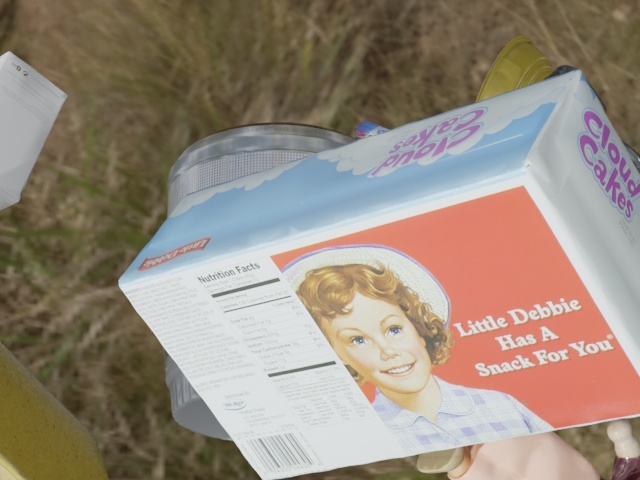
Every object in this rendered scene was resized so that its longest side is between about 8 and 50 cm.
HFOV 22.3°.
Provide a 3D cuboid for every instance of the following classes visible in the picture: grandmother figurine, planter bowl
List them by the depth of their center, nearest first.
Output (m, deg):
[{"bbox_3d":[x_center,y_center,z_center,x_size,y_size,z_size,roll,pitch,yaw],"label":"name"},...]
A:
[{"bbox_3d":[0.283,0.287,1.793,0.342,0.104,0.208,37,100,-18],"label":"grandmother figurine"},{"bbox_3d":[0.248,-0.123,1.896,0.090,0.217,0.217,19,91,23],"label":"planter bowl"}]

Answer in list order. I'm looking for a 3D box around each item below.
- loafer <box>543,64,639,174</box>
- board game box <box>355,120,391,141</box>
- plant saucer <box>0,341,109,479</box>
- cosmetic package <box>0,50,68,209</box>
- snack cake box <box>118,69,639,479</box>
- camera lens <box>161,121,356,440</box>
[{"bbox_3d":[0.234,-0.066,1.390,0.061,0.062,0.170,-35,85,-10],"label":"loafer"},{"bbox_3d":[0.071,-0.052,1.448,0.090,0.020,0.090,23,133,32],"label":"board game box"},{"bbox_3d":[-0.318,0.089,1.145,0.333,0.333,0.081,8,58,38],"label":"plant saucer"},{"bbox_3d":[-0.289,-0.051,1.185,0.239,0.060,0.099,-20,43,43],"label":"cosmetic package"},{"bbox_3d":[0.044,0.027,0.840,0.264,0.089,0.152,-15,118,37],"label":"snack cake box"},{"bbox_3d":[-0.040,0.039,1.564,0.219,0.219,0.274,-11,66,25],"label":"camera lens"}]
